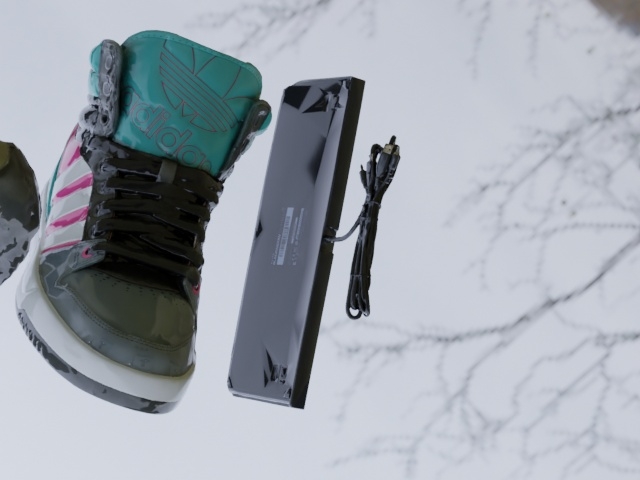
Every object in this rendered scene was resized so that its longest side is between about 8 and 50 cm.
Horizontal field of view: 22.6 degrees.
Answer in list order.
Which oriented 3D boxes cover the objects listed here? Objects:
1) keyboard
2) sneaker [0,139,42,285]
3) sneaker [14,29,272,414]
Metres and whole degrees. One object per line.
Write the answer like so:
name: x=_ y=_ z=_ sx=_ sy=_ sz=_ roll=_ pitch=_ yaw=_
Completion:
keyboard: x=0.000 y=0.000 z=1.499 sx=0.033 sy=0.317 sz=0.201 roll=14 pitch=174 yaw=-36
sneaker: x=-0.279 y=-0.088 z=0.589 sx=0.410 sy=0.182 sz=0.158 roll=14 pitch=149 yaw=14
sneaker: x=-0.099 y=-0.033 z=0.987 sx=0.124 sy=0.178 sz=0.295 roll=20 pitch=-159 yaw=-21
